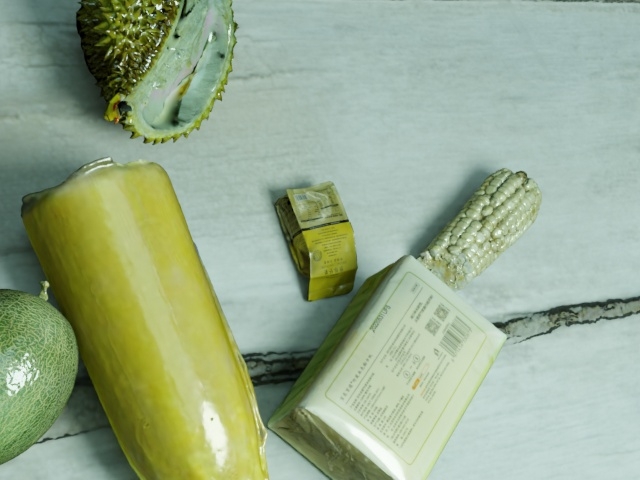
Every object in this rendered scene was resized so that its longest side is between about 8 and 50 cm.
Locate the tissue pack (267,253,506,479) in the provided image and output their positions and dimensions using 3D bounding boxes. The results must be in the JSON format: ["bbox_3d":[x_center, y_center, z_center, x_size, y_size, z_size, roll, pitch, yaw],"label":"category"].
[{"bbox_3d":[0.077,0.154,1.153,0.159,0.125,0.234,40,58,-6],"label":"tissue pack"}]

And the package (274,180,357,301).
[{"bbox_3d":[0.000,0.000,1.226,0.071,0.047,0.131,-8,71,-33],"label":"package"}]

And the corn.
[{"bbox_3d":[0.202,-0.012,1.313,0.087,0.087,0.211,48,55,-2],"label":"corn"}]

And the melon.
[{"bbox_3d":[-0.299,0.121,0.966,0.139,0.139,0.192,31,66,-12],"label":"melon"}]

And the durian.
[{"bbox_3d":[-0.201,-0.209,1.152,0.137,0.193,0.237,9,43,22],"label":"durian"}]

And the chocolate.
[{"bbox_3d":[-0.152,0.141,1.045,0.162,0.162,0.446,-19,83,-32],"label":"chocolate"}]
